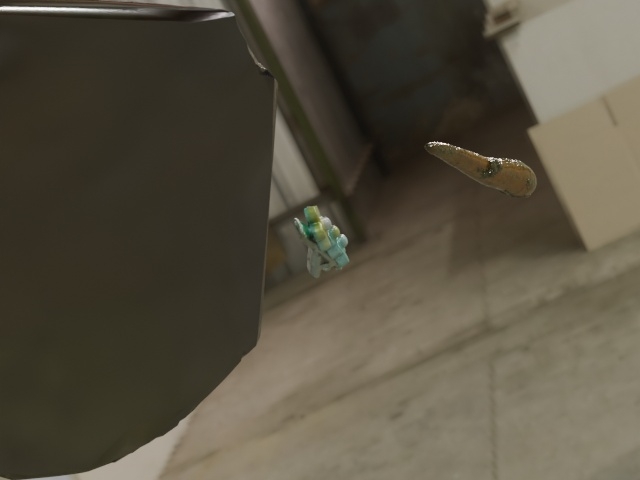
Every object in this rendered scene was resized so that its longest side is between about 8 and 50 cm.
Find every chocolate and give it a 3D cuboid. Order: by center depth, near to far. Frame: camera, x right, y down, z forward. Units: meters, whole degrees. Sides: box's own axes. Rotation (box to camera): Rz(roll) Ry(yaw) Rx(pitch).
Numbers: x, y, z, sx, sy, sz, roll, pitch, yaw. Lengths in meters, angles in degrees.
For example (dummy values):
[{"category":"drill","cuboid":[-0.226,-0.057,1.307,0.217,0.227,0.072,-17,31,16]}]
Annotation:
[{"category":"chocolate","cuboid":[-0.232,-0.030,1.058,0.314,0.326,0.297,-6,21,-27]}]

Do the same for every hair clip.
[{"category":"hair clip","cuboid":[0.000,-0.001,1.442,0.049,0.049,0.173,-26,-15,0]}]

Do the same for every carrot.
[{"category":"carrot","cuboid":[0.206,-0.095,1.920,0.049,0.049,0.254,-20,-20,34]}]
